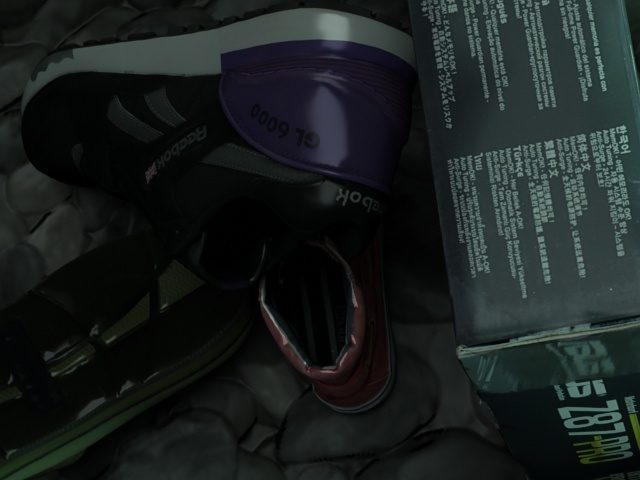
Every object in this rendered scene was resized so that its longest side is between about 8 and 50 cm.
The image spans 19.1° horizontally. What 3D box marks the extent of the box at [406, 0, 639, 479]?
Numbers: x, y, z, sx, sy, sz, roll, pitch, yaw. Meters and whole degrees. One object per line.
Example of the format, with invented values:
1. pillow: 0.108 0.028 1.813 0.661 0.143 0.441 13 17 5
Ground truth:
1. box: 0.097 -0.097 0.894 0.097 0.318 0.395 -11 69 10

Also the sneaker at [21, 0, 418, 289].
1. sneaker: -0.073 -0.036 0.979 0.283 0.107 0.124 -8 68 48

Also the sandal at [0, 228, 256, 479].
1. sandal: -0.173 0.092 1.032 0.303 0.086 0.120 -20 62 -9

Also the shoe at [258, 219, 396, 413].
1. shoe: 0.000 0.000 1.013 0.063 0.081 0.178 -14 69 9
